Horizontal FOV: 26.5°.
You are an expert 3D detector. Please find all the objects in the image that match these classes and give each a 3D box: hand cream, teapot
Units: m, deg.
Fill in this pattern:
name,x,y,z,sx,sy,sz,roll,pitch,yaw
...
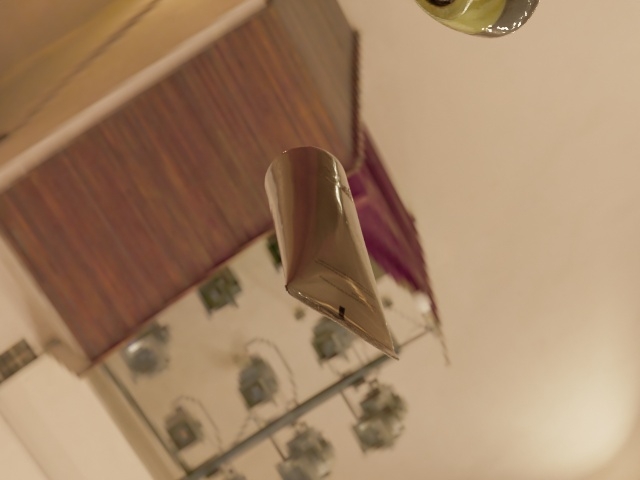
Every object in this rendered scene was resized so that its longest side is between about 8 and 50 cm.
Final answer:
name,x,y,z,sx,sy,sz,roll,pitch,yaw
hand cream,0.000,0.000,0.854,0.054,0.087,0.186,-46,-151,20
teapot,0.135,-0.218,0.972,0.119,0.130,0.165,-26,-175,-28
